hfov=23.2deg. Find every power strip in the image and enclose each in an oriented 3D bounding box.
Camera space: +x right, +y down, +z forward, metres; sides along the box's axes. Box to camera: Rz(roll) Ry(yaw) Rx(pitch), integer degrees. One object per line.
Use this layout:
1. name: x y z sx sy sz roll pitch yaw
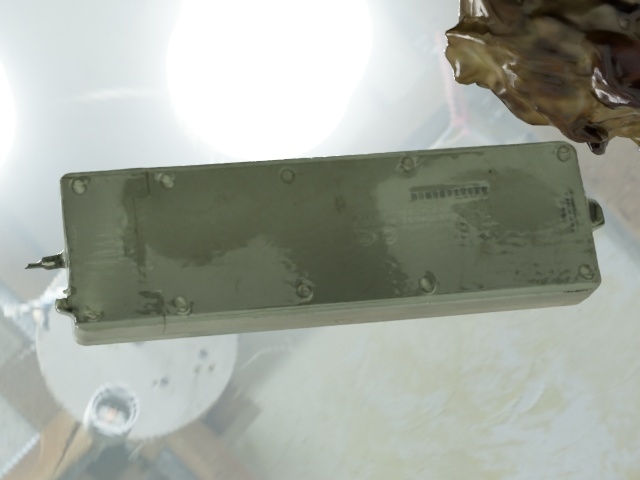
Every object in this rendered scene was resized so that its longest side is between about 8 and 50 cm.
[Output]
1. power strip: 0.000 0.000 0.980 0.367 0.043 0.106 -4 -108 -12

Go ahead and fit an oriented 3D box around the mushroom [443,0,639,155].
1. mushroom: 0.114 -0.261 0.681 0.331 0.334 0.356 16 -144 -34
